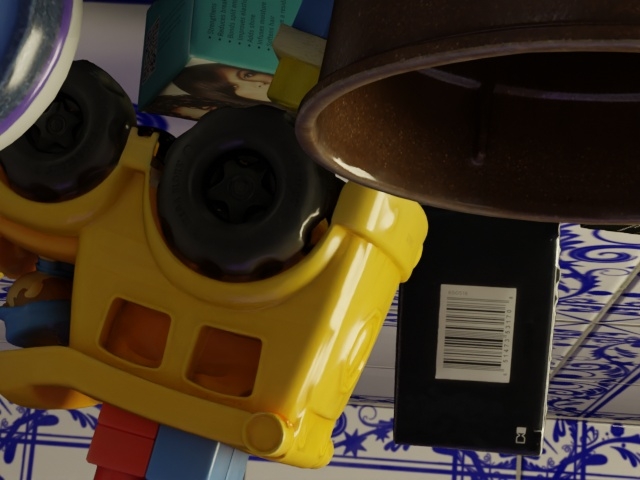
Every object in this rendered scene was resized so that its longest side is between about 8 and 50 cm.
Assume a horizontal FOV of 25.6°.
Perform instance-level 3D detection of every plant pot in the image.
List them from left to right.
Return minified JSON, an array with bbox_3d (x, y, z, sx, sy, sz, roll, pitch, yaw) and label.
[{"bbox_3d":[0.081,-0.102,0.403,0.167,0.165,0.167,4,167,1],"label":"plant pot"}]

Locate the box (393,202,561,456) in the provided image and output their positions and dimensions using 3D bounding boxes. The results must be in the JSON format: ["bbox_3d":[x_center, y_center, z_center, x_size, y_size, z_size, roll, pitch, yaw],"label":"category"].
[{"bbox_3d":[0.095,0.028,0.879,0.093,0.156,0.158,4,-161,5],"label":"box"}]

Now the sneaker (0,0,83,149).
[{"bbox_3d":[-0.174,-0.115,0.230,0.323,0.130,0.236,40,177,-15],"label":"sneaker"}]

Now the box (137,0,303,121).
[{"bbox_3d":[0.036,-0.085,0.734,0.244,0.060,0.100,9,167,-20],"label":"box"}]

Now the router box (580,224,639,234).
[{"bbox_3d":[0.266,-0.036,0.907,0.133,0.046,0.179,7,167,-15],"label":"router box"}]

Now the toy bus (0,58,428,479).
[{"bbox_3d":[-0.082,0.040,0.675,0.220,0.211,0.149,17,173,15],"label":"toy bus"}]

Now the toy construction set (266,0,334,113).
[{"bbox_3d":[0.156,-0.051,0.598,0.328,0.151,0.215,9,-179,-21],"label":"toy construction set"}]

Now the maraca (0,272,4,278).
[{"bbox_3d":[-0.300,0.003,1.181,0.186,0.099,0.127,-17,-173,-23],"label":"maraca"}]
